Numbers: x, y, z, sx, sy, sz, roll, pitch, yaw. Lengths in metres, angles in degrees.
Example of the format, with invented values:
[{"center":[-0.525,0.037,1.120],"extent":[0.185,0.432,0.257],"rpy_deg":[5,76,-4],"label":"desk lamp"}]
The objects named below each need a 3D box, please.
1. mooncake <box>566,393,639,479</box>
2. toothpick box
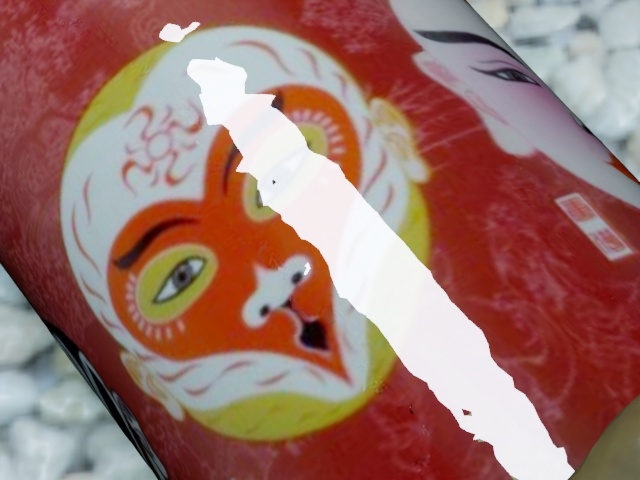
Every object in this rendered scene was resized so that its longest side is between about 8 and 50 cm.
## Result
[{"center":[0.203,0.168,0.527],"extent":[0.324,0.324,0.187],"rpy_deg":[-40,22,-11],"label":"mooncake"},{"center":[0.000,0.000,0.711],"extent":[0.204,0.204,0.333],"rpy_deg":[-35,65,-9],"label":"toothpick box"}]
